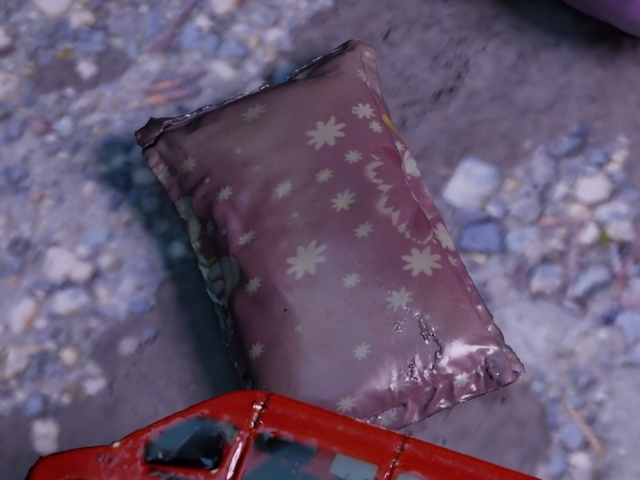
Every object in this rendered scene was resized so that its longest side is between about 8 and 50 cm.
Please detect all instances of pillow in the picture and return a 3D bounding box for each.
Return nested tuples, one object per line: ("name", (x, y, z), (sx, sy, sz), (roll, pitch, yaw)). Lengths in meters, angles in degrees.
("pillow", (0.000, 0.000, 0.814), (0.118, 0.043, 0.185), (-21, 60, -8))

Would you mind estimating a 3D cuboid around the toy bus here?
("toy bus", (-0.013, 0.107, 0.721), (0.195, 0.081, 0.089), (16, 72, 14))

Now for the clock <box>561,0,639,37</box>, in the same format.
("clock", (0.180, -0.183, 0.883), (0.248, 0.090, 0.227), (12, 61, 14))
